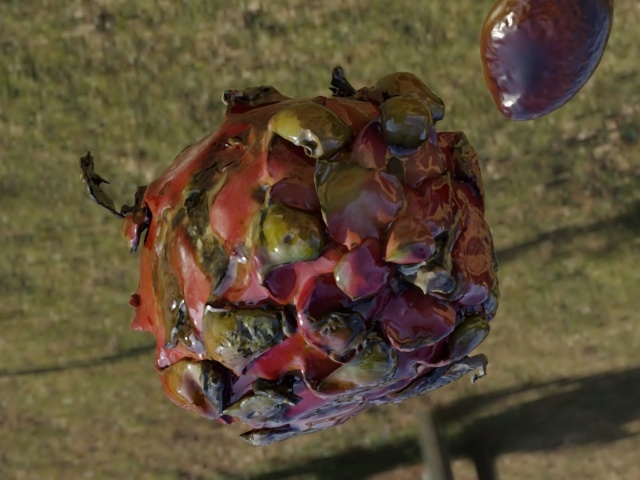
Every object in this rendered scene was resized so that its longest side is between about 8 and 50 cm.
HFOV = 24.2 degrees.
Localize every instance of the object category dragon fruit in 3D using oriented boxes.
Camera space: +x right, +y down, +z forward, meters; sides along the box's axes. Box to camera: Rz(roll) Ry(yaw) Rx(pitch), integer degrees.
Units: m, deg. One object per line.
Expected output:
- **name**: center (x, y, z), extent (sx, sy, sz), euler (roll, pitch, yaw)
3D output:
- **dragon fruit**: center (0.000, 0.000, 1.064), extent (0.250, 0.269, 0.291), euler (-13, 160, -30)

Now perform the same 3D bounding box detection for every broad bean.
- **broad bean**: center (0.197, -0.182, 1.318), extent (0.114, 0.084, 0.165), euler (-14, 146, -12)
